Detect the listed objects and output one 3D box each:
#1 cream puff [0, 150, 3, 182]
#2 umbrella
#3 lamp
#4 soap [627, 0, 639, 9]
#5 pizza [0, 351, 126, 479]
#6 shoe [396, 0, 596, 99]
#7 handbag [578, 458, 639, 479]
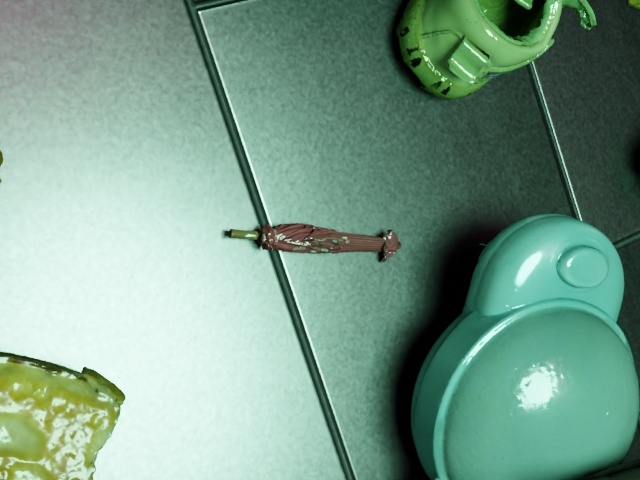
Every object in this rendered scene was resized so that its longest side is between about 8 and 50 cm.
[{"bbox_3d":[-0.261,-0.047,0.629,0.083,0.058,0.083,23,77,-26],"label":"cream puff"},{"bbox_3d":[0.000,0.000,0.783,0.165,0.025,0.027,3,62,-29],"label":"umbrella"},{"bbox_3d":[0.185,0.119,0.799,0.209,0.147,0.284,9,81,-29],"label":"lamp"},{"bbox_3d":[0.448,-0.307,1.017,0.233,0.076,0.135,8,82,-26],"label":"soap"},{"bbox_3d":[-0.281,0.179,0.583,0.323,0.089,0.223,-2,81,-26],"label":"pizza"},{"bbox_3d":[0.178,-0.239,0.854,0.140,0.128,0.262,46,69,-32],"label":"shoe"},{"bbox_3d":[0.243,0.268,0.779,0.222,0.247,0.080,-13,50,-30],"label":"handbag"}]
